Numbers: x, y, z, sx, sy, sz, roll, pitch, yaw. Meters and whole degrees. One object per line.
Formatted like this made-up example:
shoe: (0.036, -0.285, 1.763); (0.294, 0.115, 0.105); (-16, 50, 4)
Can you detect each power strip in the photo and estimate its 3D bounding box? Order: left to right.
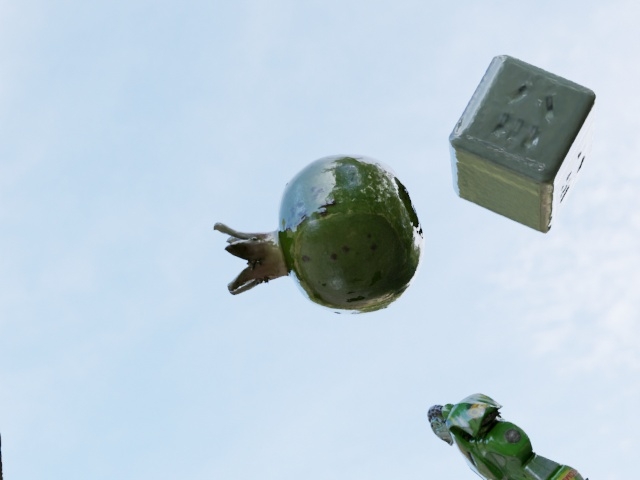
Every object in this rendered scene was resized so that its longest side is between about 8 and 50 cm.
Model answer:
power strip: (0.249, -0.105, 1.889); (0.139, 0.140, 0.224); (24, -18, 16)

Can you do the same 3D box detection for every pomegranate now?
pomegranate: (0.000, 0.000, 1.672); (0.224, 0.181, 0.181); (-11, -40, 6)

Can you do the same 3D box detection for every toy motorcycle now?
toy motorcycle: (0.187, 0.216, 1.544); (0.190, 0.074, 0.106); (37, -30, 19)

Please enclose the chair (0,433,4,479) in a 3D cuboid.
chair: (-0.487, 0.319, 1.967); (0.166, 0.188, 0.272); (-9, -11, 13)
